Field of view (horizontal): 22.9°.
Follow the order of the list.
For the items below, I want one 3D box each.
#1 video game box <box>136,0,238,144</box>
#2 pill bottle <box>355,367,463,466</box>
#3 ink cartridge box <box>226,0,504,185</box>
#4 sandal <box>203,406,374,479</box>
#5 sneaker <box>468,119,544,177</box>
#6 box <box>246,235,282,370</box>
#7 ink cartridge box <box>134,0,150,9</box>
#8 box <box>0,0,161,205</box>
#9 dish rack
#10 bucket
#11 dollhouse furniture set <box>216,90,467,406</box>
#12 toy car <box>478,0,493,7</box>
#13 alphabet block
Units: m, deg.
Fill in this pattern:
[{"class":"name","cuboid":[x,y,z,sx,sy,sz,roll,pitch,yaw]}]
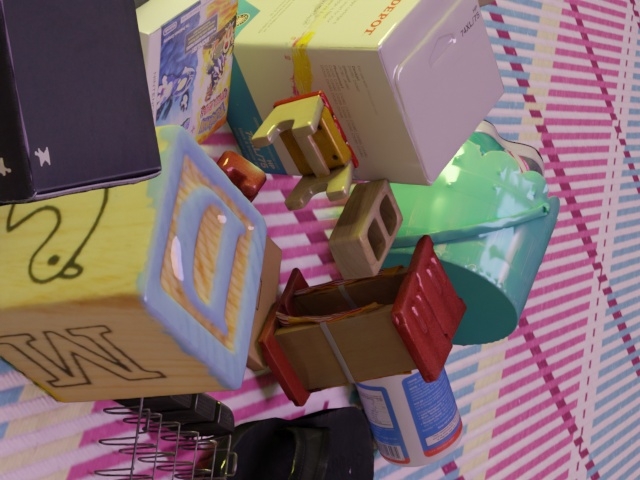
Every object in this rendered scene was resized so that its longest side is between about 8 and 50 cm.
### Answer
[{"class":"video game box","cuboid":[-0.154,-0.171,1.657,0.205,0.048,0.187,-47,153,-53]},{"class":"pill bottle","cuboid":[0.109,0.186,2.143,0.124,0.124,0.221,-59,137,-53]},{"class":"ink cartridge box","cuboid":[0.038,-0.204,1.862,0.198,0.270,0.197,-50,132,-35]},{"class":"sandal","cuboid":[-0.013,0.279,1.872,0.446,0.107,0.167,-18,100,-65]},{"class":"sneaker","cuboid":[0.297,-0.080,2.614,0.295,0.124,0.178,21,59,-54]},{"class":"box","cuboid":[-0.104,0.040,1.840,0.201,0.021,0.164,48,42,-52]},{"class":"ink cartridge box","cuboid":[-0.186,-0.378,1.584,0.371,0.069,0.175,84,14,-59]},{"class":"box","cuboid":[-0.309,-0.182,1.102,0.179,0.313,0.343,-20,102,-65]},{"class":"dish rack","cuboid":[-0.164,0.266,1.597,0.208,0.074,0.271,39,51,-55]},{"class":"bucket","cuboid":[0.176,0.007,2.169,0.281,0.281,0.183,55,45,-47]},{"class":"dollhouse furniture set","cuboid":[0.000,0.000,1.830,0.374,0.201,0.152,63,31,-26]},{"class":"toy car","cuboid":[0.198,-0.498,2.487,0.238,0.219,0.210,62,15,25]},{"class":"alphabet block","cuboid":[-0.185,0.027,1.457,0.193,0.197,0.192,52,38,-49]}]
